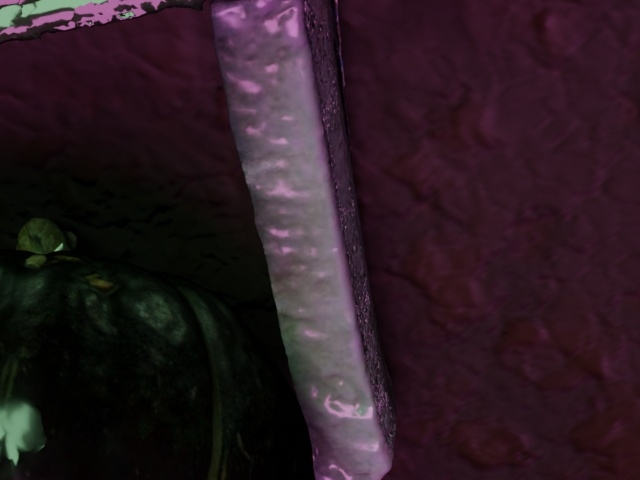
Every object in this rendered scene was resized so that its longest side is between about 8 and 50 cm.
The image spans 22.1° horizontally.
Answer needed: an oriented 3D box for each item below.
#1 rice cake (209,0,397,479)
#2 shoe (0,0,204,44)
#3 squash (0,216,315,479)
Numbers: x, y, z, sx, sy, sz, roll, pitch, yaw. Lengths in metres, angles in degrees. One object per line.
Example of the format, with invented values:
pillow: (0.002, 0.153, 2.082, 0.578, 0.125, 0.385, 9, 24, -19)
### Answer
rice cake: (0.000, 0.000, 0.539, 0.034, 0.043, 0.211, -2, 128, 13)
shoe: (-0.084, -0.131, 0.410, 0.293, 0.109, 0.149, -8, 123, 7)
squash: (-0.099, 0.079, 0.543, 0.193, 0.156, 0.193, -11, 140, -9)
